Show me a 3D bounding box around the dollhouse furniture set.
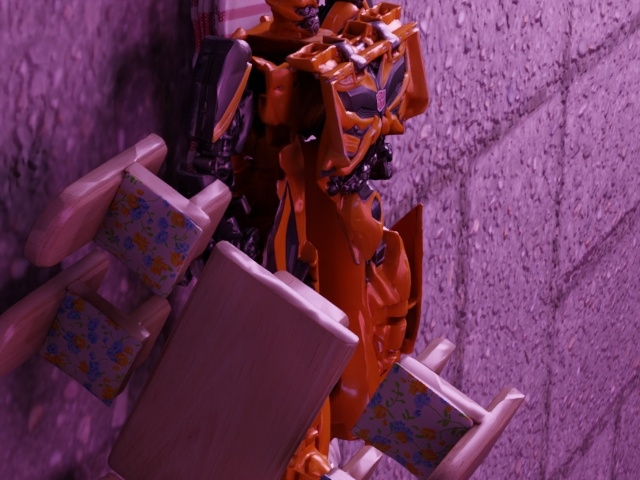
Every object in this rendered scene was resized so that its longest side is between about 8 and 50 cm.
[{"bbox_3d":[-0.073,0.118,0.850,0.161,0.212,0.242,-40,162,-55],"label":"dollhouse furniture set"}]

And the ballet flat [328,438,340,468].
[{"bbox_3d":[-0.027,0.168,1.115,0.232,0.073,0.080,-61,150,-32],"label":"ballet flat"}]

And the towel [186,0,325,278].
[{"bbox_3d":[-0.031,-0.087,1.038,0.144,0.029,0.197,-24,121,-59],"label":"towel"}]

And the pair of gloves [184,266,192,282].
[{"bbox_3d":[-0.055,-0.015,1.049,0.083,0.010,0.074,-12,112,-63],"label":"pair of gloves"}]

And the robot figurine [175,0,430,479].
[{"bbox_3d":[0.000,0.000,1.001,0.211,0.085,0.291,-39,134,-55],"label":"robot figurine"}]
